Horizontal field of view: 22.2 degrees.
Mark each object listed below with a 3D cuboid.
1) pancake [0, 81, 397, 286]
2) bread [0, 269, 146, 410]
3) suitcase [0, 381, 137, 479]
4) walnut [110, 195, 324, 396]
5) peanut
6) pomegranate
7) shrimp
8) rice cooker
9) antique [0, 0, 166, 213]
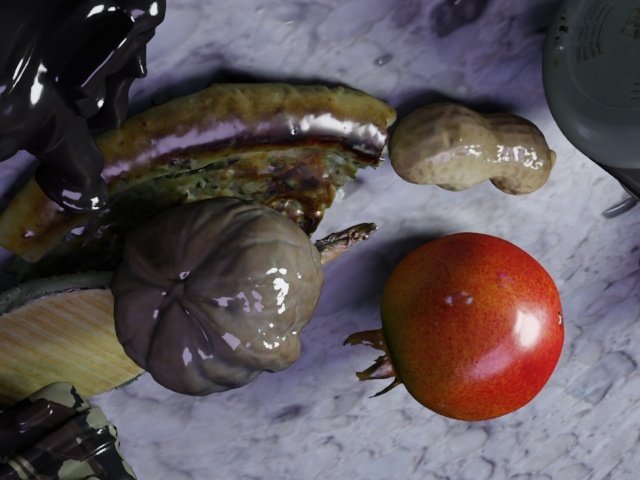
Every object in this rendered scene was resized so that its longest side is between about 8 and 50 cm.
[{"bbox_3d":[-0.130,-0.039,1.686,0.426,0.067,0.305,-7,139,-25],"label":"pancake"},{"bbox_3d":[-0.279,0.107,1.750,0.267,0.040,0.267,-15,151,-8],"label":"bread"},{"bbox_3d":[-0.370,0.336,1.783,0.351,0.194,0.339,-33,169,-25],"label":"suitcase"},{"bbox_3d":[-0.103,0.055,1.625,0.224,0.224,0.224,-16,139,-14],"label":"walnut"},{"bbox_3d":[0.173,-0.097,1.778,0.227,0.086,0.104,3,141,-34],"label":"peanut"},{"bbox_3d":[0.156,0.104,1.895,0.256,0.221,0.221,-18,141,6],"label":"pomegranate"},{"bbox_3d":[0.000,0.000,1.769,0.127,0.025,0.091,-21,150,3],"label":"shrimp"},{"bbox_3d":[0.398,-0.166,1.678,0.288,0.288,0.277,-43,139,18],"label":"rice cooker"},{"bbox_3d":[-0.278,-0.135,1.399,0.322,0.185,0.255,-19,145,-41],"label":"antique"}]
